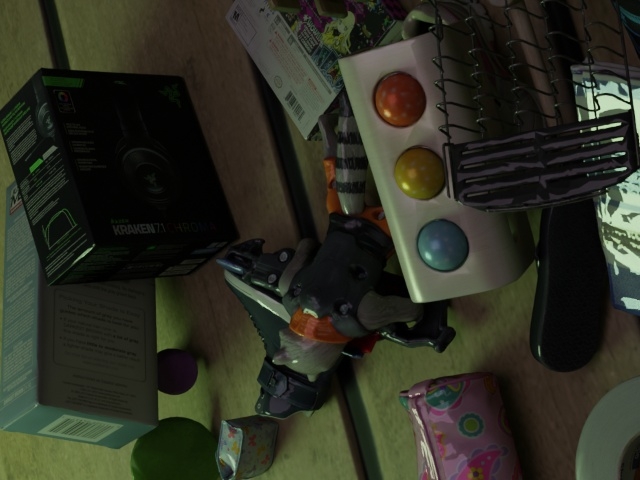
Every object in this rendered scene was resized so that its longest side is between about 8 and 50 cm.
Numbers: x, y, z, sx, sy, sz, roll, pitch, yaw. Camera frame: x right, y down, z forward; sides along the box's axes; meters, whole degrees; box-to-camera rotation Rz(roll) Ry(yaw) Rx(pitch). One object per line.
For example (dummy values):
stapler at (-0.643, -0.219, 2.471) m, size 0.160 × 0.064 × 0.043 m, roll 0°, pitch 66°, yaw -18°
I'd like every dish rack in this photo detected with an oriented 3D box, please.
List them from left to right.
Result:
dish rack at (0.189, -0.165, 1.281) m, size 0.208 × 0.074 × 0.271 m, roll -10°, pitch 80°, yaw 25°

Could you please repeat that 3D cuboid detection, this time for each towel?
towel at (0.345, -0.034, 1.325) m, size 0.209 × 0.034 × 0.285 m, roll 19°, pitch 132°, yaw 48°

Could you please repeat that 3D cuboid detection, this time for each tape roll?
tape roll at (0.367, 0.238, 1.376) m, size 0.219 × 0.072 × 0.219 m, roll 3°, pitch 94°, yaw 46°

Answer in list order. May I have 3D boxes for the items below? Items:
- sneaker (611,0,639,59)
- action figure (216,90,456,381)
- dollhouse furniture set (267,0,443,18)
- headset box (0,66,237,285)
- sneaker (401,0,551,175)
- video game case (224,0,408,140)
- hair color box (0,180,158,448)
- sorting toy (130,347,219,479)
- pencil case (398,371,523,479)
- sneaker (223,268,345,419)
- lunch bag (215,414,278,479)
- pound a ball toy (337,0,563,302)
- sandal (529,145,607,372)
sneaker at (0.352, -0.183, 1.304) m, size 0.125 × 0.140 × 0.341 m, roll -36°, pitch 67°, yaw 14°
action figure at (0.000, 0.000, 1.639) m, size 0.341 × 0.178 × 0.330 m, roll 10°, pitch 81°, yaw 29°
dollhouse furniture set at (0.069, -0.367, 1.521) m, size 0.212 × 0.242 × 0.161 m, roll -29°, pitch 72°, yaw 41°
headset box at (-0.281, -0.096, 1.881) m, size 0.131 × 0.246 × 0.283 m, roll -36°, pitch 67°, yaw 41°
sneaker at (0.162, -0.166, 1.530) m, size 0.103 × 0.111 × 0.252 m, roll -48°, pitch 61°, yaw 35°
video game case at (-0.009, -0.280, 1.743) m, size 0.210 × 0.042 × 0.232 m, roll -52°, pitch 58°, yaw 33°
hair color box at (-0.336, 0.086, 1.915) m, size 0.113 × 0.185 × 0.374 m, roll -33°, pitch 51°, yaw 42°
sorting toy at (-0.215, 0.337, 1.963) m, size 0.126 × 0.127 × 0.365 m, roll 167°, pitch 101°, yaw -74°
pencil case at (0.170, 0.292, 1.542) m, size 0.124 × 0.124 × 0.284 m, roll -19°, pitch 78°, yaw 44°
sneaker at (-0.067, 0.137, 1.792) m, size 0.226 × 0.086 × 0.163 m, roll 35°, pitch 115°, yaw 39°
lunch bag at (-0.102, 0.281, 1.844) m, size 0.053 × 0.071 × 0.083 m, roll 17°, pitch 105°, yaw 42°
pound a ball toy at (0.147, -0.110, 1.422) m, size 0.208 × 0.136 × 0.319 m, roll -12°, pitch 101°, yaw 28°
sandal at (0.264, 0.013, 1.459) m, size 0.054 × 0.097 × 0.254 m, roll -137°, pitch 56°, yaw -66°
